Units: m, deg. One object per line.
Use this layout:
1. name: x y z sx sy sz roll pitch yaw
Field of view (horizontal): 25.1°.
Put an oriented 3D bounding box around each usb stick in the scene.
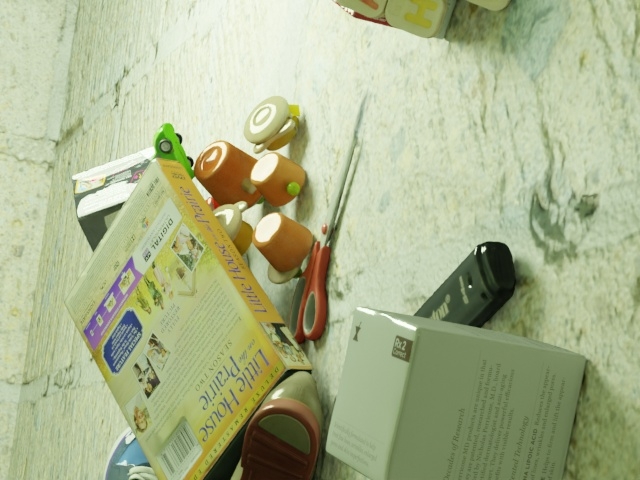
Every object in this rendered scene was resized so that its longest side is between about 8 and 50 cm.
1. usb stick: 0.130 0.097 1.576 0.278 0.045 0.077 128 147 -48

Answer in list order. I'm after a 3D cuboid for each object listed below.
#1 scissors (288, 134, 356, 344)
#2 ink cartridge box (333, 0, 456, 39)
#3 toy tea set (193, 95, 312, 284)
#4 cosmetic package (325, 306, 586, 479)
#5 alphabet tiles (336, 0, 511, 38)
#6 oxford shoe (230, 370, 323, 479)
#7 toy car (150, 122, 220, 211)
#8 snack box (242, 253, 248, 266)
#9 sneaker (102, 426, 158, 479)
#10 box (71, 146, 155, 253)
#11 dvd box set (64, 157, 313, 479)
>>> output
1. scissors: 0.000 0.000 1.980 0.109 0.021 0.297 -171 90 -70
2. ink cartridge box: 0.102 -0.356 1.750 0.127 0.128 0.176 -126 50 -61
3. toy tea set: -0.083 -0.050 2.141 0.200 0.124 0.336 -30 41 24
4. cosmetic package: 0.126 0.157 1.369 0.151 0.184 0.151 -168 89 -69
5. alphabet tiles: 0.114 -0.382 1.629 0.278 0.021 0.284 26 109 22
6. oxford shoe: -0.063 0.329 1.903 0.130 0.123 0.348 -63 -3 -60
7. toy car: -0.209 -0.072 2.222 0.225 0.053 0.239 65 -164 -11
8. snack box: -0.141 0.099 2.263 0.141 0.037 0.100 -101 29 -43
9. sneaker: -0.260 0.447 2.300 0.236 0.130 0.322 -18 58 55
10. box: -0.287 -0.002 2.366 0.142 0.163 0.247 -111 2 -53
11. dvd box set: -0.201 0.133 2.059 0.307 0.062 0.420 -55 52 27
